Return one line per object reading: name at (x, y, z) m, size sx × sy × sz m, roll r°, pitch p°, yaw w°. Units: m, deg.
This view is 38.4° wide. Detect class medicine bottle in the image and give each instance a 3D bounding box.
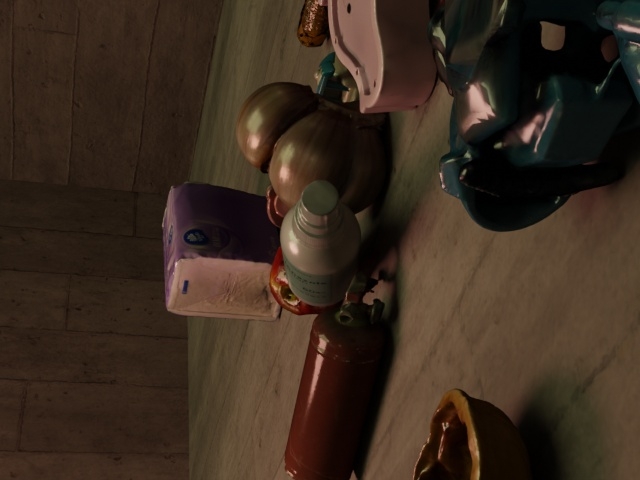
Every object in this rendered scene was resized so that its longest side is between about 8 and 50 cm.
medicine bottle at (0.000, 0.000, 1.253) m, size 0.352 × 0.110 × 0.110 m, roll 88°, pitch -177°, yaw -73°

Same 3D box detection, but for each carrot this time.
carrot at (0.009, -0.446, 1.639) m, size 0.229 × 0.068 × 0.069 m, roll 111°, pitch 159°, yaw -44°

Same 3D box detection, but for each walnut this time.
walnut at (0.142, 0.239, 0.829) m, size 0.167 × 0.087 × 0.211 m, roll -101°, pitch 22°, yaw -65°

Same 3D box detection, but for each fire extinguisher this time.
fire extinguisher at (0.032, 0.175, 1.287) m, size 0.147 × 0.106 × 0.337 m, roll -57°, pitch -18°, yaw -64°

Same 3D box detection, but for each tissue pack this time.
tissue pack at (-0.215, 0.016, 2.002) m, size 0.338 × 0.242 × 0.160 m, roll -109°, pitch 30°, yaw -57°

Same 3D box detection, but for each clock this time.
clock at (0.090, -0.332, 1.164) m, size 0.290 × 0.080 × 0.275 m, roll 110°, pitch 151°, yaw -53°

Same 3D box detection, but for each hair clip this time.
hair clip at (-0.022, -0.073, 1.490) m, size 0.102 × 0.138 × 0.123 m, roll -107°, pitch 18°, yaw -68°

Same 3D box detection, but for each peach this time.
peach at (-0.012, 0.040, 1.502) m, size 0.092 × 0.127 × 0.172 m, roll 100°, pitch -168°, yaw -50°

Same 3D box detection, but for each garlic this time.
garlic at (-0.011, -0.123, 1.320) m, size 0.191 × 0.214 × 0.160 m, roll -67°, pitch 30°, yaw 24°

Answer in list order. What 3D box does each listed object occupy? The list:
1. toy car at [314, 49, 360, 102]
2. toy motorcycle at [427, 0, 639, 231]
toy car at (0.030, -0.263, 1.420) m, size 0.126 × 0.098 × 0.162 m, roll 113°, pitch 156°, yaw -45°
toy motorcycle at (0.193, -0.118, 0.651) m, size 0.416 × 0.172 × 0.232 m, roll -174°, pitch 82°, yaw -67°
